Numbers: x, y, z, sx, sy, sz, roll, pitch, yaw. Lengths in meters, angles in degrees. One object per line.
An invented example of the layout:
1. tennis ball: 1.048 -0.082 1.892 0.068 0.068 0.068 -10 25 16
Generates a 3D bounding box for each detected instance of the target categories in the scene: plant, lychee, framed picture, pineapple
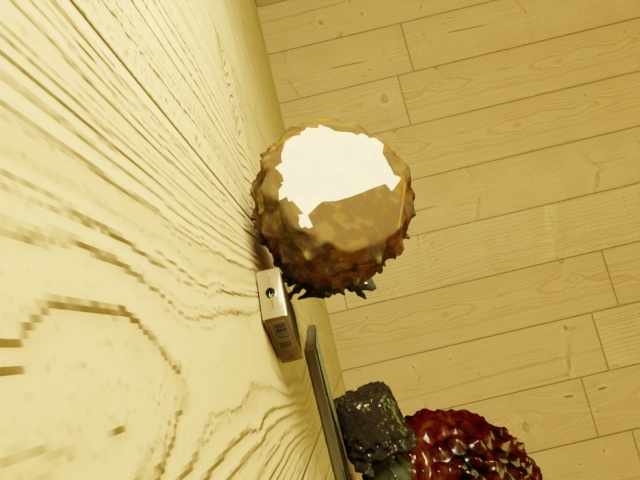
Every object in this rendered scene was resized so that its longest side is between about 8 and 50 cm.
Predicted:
1. plant: 0.103 0.374 1.162 0.203 0.131 0.142 65 -16 1
2. lychee: 0.306 0.604 1.384 0.500 0.425 0.424 56 10 -24
3. framed picture: 0.017 0.294 1.012 0.213 0.016 0.289 -100 176 -87
4. pineapple: 0.000 0.000 0.701 0.340 0.169 0.169 110 -31 -71

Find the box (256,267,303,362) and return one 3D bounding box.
1. box: -0.037 0.070 0.571 0.083 0.024 0.053 73 3 -53
